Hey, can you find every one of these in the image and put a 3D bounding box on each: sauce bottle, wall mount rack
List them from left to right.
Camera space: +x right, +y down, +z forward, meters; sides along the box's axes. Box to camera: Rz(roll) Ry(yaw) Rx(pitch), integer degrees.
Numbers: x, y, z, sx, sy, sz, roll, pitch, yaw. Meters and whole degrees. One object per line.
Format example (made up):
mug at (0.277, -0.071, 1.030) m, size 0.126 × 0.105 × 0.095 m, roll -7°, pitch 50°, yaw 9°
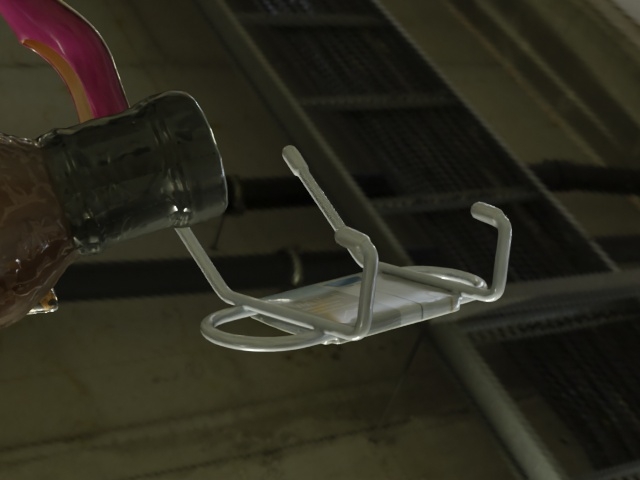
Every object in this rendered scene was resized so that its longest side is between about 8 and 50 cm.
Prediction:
sauce bottle at (-0.215, 0.008, 0.529) m, size 0.344 × 0.111 × 0.111 m, roll -21°, pitch -128°, yaw -19°
wall mount rack at (0.000, 0.000, 1.082) m, size 0.304 × 0.130 × 0.350 m, roll 15°, pitch -163°, yaw 41°

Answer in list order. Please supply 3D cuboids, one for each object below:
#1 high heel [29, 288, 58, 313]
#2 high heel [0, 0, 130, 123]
high heel at (-0.459, -0.003, 1.493) m, size 0.261 × 0.186 × 0.093 m, roll 21°, pitch -135°, yaw 30°
high heel at (-0.327, -0.177, 1.446) m, size 0.377 × 0.127 × 0.181 m, roll 42°, pitch -100°, yaw -9°
